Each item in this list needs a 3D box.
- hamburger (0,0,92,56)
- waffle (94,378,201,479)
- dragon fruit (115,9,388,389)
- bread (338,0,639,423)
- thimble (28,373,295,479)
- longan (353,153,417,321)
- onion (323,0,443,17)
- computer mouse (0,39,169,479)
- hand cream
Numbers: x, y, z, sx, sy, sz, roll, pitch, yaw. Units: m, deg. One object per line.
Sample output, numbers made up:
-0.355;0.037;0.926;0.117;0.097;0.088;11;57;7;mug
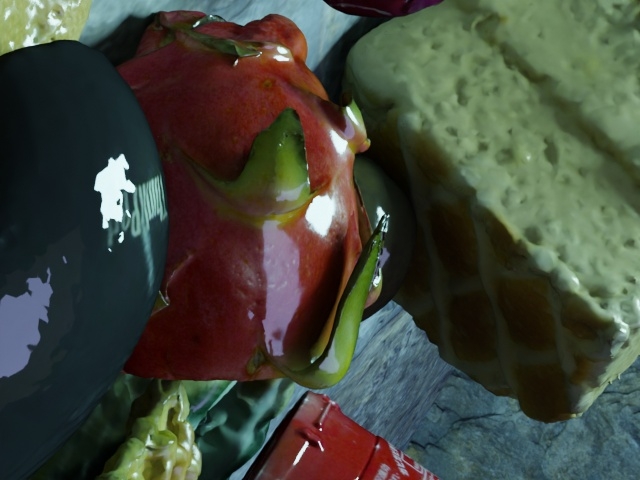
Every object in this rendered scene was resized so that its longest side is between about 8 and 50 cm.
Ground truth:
-0.168;-0.115;0.514;0.214;0.108;0.214;-50;166;-17;hamburger
-0.130;0.212;0.784;0.238;0.058;0.243;-65;170;-57;waffle
-0.066;-0.024;0.812;0.224;0.224;0.227;-25;124;-61;dragon fruit
0.208;-0.051;1.257;0.279;0.371;0.390;-38;165;-16;bread
-0.136;0.119;1.026;0.288;0.167;0.254;-47;164;-20;thimble
0.000;0.000;1.165;0.167;0.167;0.187;-43;-168;-35;longan
0.036;-0.233;0.854;0.195;0.140;0.218;-54;163;29;onion
-0.147;0.050;0.546;0.269;0.100;0.170;-51;162;-11;computer mouse
-0.012;0.239;0.984;0.230;0.149;0.230;-59;179;-1;hand cream
